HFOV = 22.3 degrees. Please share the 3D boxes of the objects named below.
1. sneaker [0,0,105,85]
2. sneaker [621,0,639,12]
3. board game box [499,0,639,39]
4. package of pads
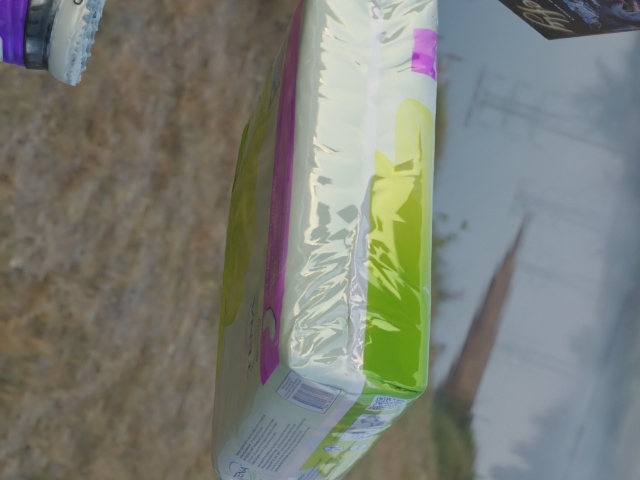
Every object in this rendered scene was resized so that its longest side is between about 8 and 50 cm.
[{"bbox_3d":[-0.224,-0.267,1.265,0.102,0.146,0.293,107,-6,-61],"label":"sneaker"},{"bbox_3d":[0.203,-0.202,1.129,0.047,0.057,0.119,-48,114,-21],"label":"sneaker"},{"bbox_3d":[0.160,-0.237,1.242,0.243,0.165,0.042,31,73,-32],"label":"board game box"},{"bbox_3d":[0.000,0.000,1.080,0.229,0.101,0.296,120,-23,-61],"label":"package of pads"}]
